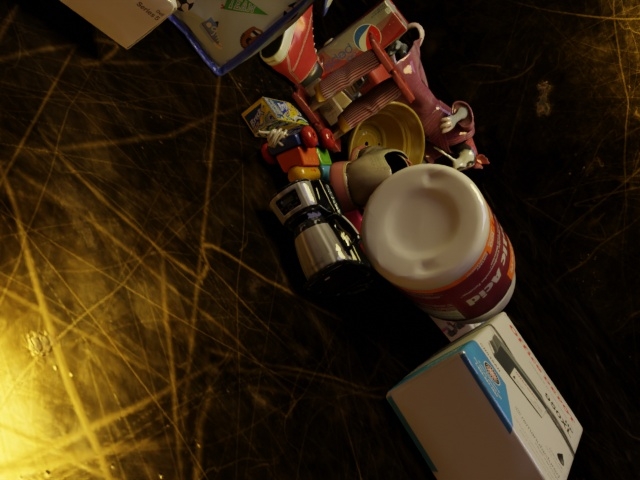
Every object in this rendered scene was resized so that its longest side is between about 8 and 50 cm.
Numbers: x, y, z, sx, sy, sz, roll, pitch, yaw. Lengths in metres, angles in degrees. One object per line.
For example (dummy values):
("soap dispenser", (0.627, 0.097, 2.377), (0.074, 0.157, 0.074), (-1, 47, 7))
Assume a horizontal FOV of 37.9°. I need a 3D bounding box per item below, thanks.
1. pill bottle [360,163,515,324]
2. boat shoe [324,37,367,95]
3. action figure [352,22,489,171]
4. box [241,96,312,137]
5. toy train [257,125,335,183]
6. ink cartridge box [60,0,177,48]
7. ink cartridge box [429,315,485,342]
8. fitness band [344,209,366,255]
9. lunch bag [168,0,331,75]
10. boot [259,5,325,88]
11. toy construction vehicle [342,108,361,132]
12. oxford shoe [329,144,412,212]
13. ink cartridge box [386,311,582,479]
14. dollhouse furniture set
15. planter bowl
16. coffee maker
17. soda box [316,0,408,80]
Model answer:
("pill bottle", (0.237, 0.026, 1.727), (0.224, 0.224, 0.392), (64, 12, 24))
("boat shoe", (0.138, -0.434, 2.451), (0.127, 0.158, 0.341), (21, 39, -56))
("action figure", (0.260, -0.296, 2.271), (0.370, 0.248, 0.276), (36, 46, -13))
("box", (-0.082, -0.234, 1.806), (0.054, 0.059, 0.169), (58, 21, 12))
("toy train", (-0.041, -0.126, 1.694), (0.248, 0.105, 0.143), (-10, 80, -67))
("ink cartridge box", (-0.335, -0.453, 1.395), (0.198, 0.114, 0.273), (33, 32, -46))
("ink cartridge box", (0.281, 0.151, 1.999), (0.181, 0.061, 0.104), (50, 21, -13))
("fitness band", (0.128, -0.016, 1.949), (0.291, 0.054, 0.209), (41, 27, -30))
("lunch bag", (-0.081, -0.530, 1.807), (0.239, 0.385, 0.328), (48, 21, -15))
("boot", (-0.036, -0.469, 2.117), (0.176, 0.088, 0.244), (34, 67, -46))
("toy construction vehicle", (0.083, -0.291, 2.288), (0.098, 0.035, 0.086), (52, 21, -8))
("oxford shoe", (0.121, -0.124, 1.803), (0.348, 0.130, 0.123), (-46, 122, -69))
("ink cartridge box", (0.307, 0.311, 1.661), (0.286, 0.166, 0.395), (58, 20, 7))
("dollhouse furniture set", (0.064, -0.339, 1.995), (0.152, 0.201, 0.374), (53, 11, -16))
("planter bowl", (0.128, -0.214, 2.123), (0.217, 0.217, 0.090), (38, -9, -38))
("coffee maker", (0.000, 0.000, 1.583), (0.171, 0.120, 0.178), (71, -5, -67))
("soda box", (0.081, -0.462, 2.222), (0.092, 0.263, 0.083), (50, 21, -14))
